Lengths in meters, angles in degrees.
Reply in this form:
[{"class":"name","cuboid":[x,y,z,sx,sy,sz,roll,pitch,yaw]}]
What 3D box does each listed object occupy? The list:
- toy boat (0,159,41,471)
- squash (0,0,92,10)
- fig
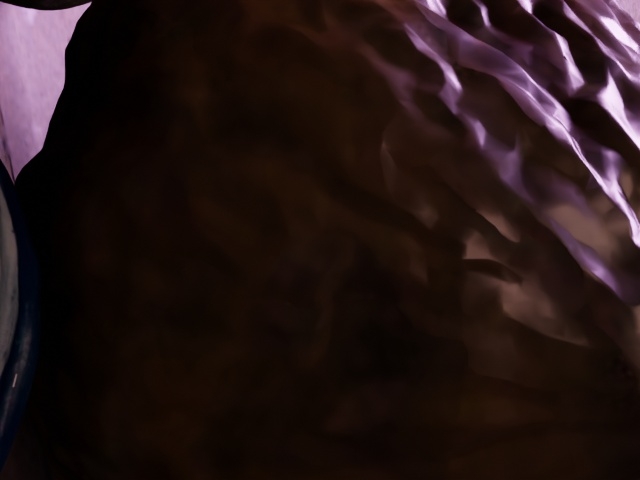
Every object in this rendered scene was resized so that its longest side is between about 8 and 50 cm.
[{"class":"toy boat","cuboid":[-0.176,0.009,0.499,0.291,0.070,0.210,-6,83,-63]},{"class":"squash","cuboid":[-0.126,-0.140,0.586,0.341,0.094,0.095,43,42,-74]},{"class":"fig","cuboid":[0.080,0.024,0.649,0.286,0.368,0.286,-19,114,-48]}]
